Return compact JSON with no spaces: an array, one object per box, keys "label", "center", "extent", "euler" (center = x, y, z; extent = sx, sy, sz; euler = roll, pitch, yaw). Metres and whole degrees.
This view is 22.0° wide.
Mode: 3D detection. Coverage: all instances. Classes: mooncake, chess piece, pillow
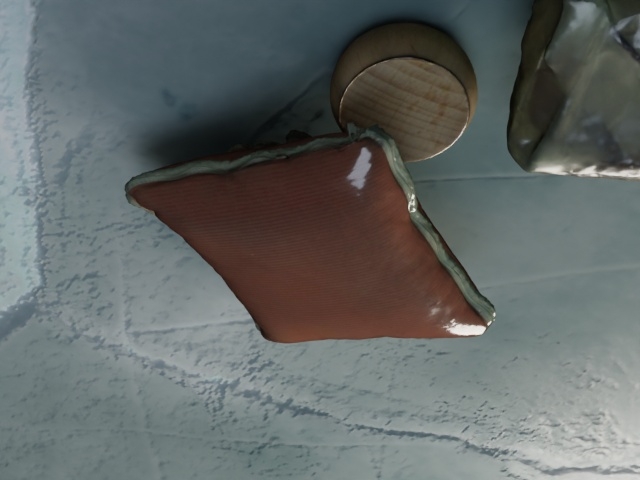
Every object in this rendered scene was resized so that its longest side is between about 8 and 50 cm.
[{"label":"mooncake","center":[0.167,-0.091,0.898],"extent":[0.125,0.073,0.130],"euler":[12,128,-6]},{"label":"chess piece","center":[0.047,-0.083,0.930],"extent":[0.084,0.038,0.083],"euler":[-1,133,-1]},{"label":"pillow","center":[0.000,0.000,0.967],"extent":[0.171,0.075,0.179],"euler":[-6,140,30]}]
